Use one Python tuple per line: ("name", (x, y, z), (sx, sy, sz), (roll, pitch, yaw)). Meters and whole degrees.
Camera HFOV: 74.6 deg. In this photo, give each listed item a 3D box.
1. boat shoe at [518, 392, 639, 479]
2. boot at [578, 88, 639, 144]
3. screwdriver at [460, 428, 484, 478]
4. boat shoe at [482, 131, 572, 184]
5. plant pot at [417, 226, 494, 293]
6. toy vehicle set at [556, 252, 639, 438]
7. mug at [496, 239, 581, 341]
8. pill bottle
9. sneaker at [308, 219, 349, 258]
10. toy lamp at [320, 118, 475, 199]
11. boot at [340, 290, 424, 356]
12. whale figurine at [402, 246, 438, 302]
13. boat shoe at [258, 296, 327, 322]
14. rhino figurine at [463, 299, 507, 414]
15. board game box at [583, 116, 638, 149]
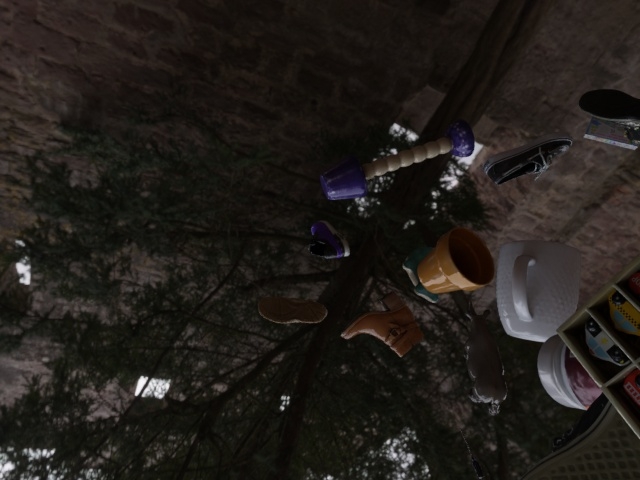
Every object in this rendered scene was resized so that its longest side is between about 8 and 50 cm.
("boat shoe", (0.441, 0.354, 0.624), (0.186, 0.500, 0.156), (36, 173, 39))
("boot", (0.870, -0.345, 1.203), (0.236, 0.085, 0.178), (26, -176, 34))
("screwdriver", (0.521, 0.739, 1.464), (0.024, 0.025, 0.170), (5, -145, -19))
("boat shoe", (0.699, -0.263, 1.384), (0.306, 0.113, 0.105), (-17, -119, -7))
("plant pot", (0.433, 0.087, 1.400), (0.205, 0.188, 0.205), (16, -124, -25))
("toy vehicle set", (0.394, 0.147, 0.439), (0.035, 0.166, 0.267), (13, -146, -22))
("mug", (0.759, 0.180, 1.506), (0.276, 0.328, 0.374), (0, 163, 40))
("pill bottle", (0.696, 0.287, 0.931), (0.223, 0.392, 0.224), (4, -108, -12))
("sneaker", (0.000, -0.001, 1.884), (0.146, 0.102, 0.293), (-19, -150, -20))
("toy lamp", (0.134, -0.138, 0.743), (0.274, 0.080, 0.080), (-20, -135, -6))
("boot", (0.242, 0.359, 1.633), (0.283, 0.109, 0.220), (-33, -96, -10))
("whale figurine", (0.441, 0.128, 1.710), (0.216, 0.141, 0.272), (30, -148, -5))
("boat shoe", (-0.064, 0.169, 1.008), (0.169, 0.063, 0.059), (6, 173, 16))
("rhino figurine", (0.352, 0.243, 0.918), (0.073, 0.106, 0.243), (-3, -123, 9))
("board game box", (0.970, -0.370, 1.381), (0.154, 0.104, 0.026), (23, 177, 22))
